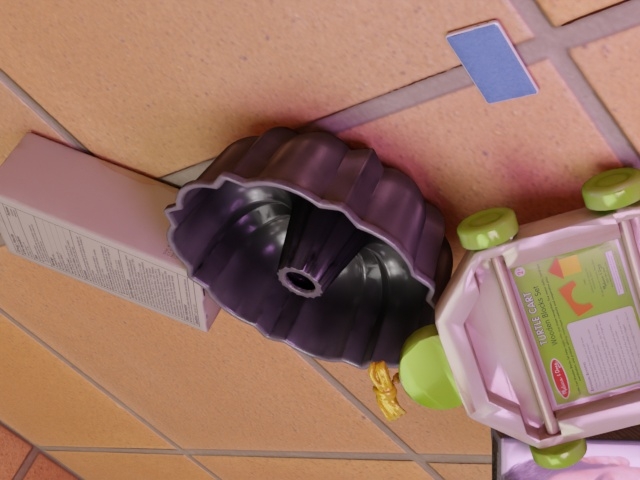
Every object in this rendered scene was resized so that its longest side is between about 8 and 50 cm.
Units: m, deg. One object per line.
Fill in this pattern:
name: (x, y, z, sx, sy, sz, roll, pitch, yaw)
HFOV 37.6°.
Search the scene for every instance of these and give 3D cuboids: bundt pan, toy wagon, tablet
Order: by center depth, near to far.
tablet: (0.150, -0.154, 0.818, 0.054, 0.006, 0.083, -7, 136, 42)
toy wagon: (0.213, 0.089, 0.901, 0.345, 0.068, 0.267, -17, 108, 12)
bundt pan: (0.000, 0.000, 1.042, 0.331, 0.124, 0.330, 19, 148, 12)

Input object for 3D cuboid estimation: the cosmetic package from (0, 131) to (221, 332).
cosmetic package: (-0.266, -0.009, 1.239, 0.310, 0.113, 0.160, 22, 149, 10)

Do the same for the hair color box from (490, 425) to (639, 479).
hair color box: (0.374, 0.298, 1.005, 0.375, 0.185, 0.113, 0, 178, 5)

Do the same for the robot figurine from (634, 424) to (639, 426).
robot figurine: (0.389, 0.222, 1.103, 0.115, 0.101, 0.067, 2, 145, -15)
